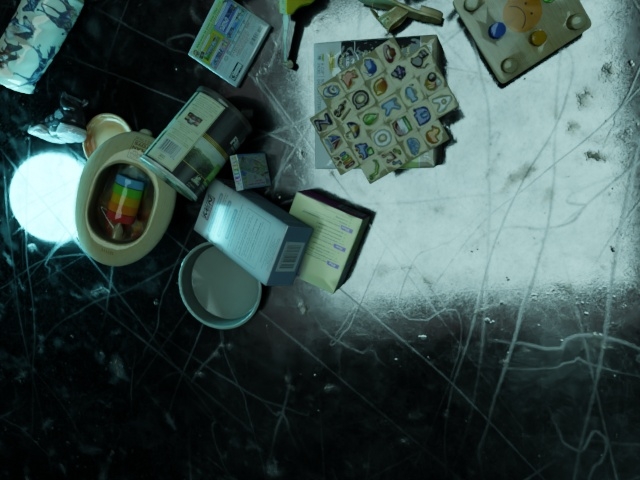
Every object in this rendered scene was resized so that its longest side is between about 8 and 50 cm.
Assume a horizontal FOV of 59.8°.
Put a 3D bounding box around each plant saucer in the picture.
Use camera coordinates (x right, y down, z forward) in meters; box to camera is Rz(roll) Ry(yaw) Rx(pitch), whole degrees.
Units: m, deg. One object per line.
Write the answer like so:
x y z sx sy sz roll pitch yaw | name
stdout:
-0.701 -0.324 1.861 0.200 0.037 0.199 3 100 15 | plant saucer

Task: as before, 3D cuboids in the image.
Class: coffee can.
-0.362 -0.281 1.630 0.202 0.201 0.275 36 81 8 | coffee can

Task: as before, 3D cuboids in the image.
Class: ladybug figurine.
-0.610 -0.139 1.779 0.305 0.162 0.449 23 100 -7 | ladybug figurine

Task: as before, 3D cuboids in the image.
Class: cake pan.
-0.320 0.142 1.814 0.293 0.054 0.293 3 99 16 | cake pan

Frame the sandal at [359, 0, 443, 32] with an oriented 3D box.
0.208 -0.607 1.523 0.240 0.088 0.079 15 97 8 | sandal

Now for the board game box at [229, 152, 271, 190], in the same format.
-0.208 -0.208 1.672 0.026 0.154 0.103 -8 96 28 | board game box

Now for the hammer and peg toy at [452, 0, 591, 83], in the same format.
0.470 -0.613 1.398 0.266 0.127 0.361 -33 100 19 | hammer and peg toy

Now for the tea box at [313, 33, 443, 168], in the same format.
0.163 -0.360 1.506 0.324 0.220 0.328 3 100 17 | tea box

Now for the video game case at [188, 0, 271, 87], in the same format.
-0.279 -0.611 1.700 0.193 0.023 0.212 36 107 8 | video game case

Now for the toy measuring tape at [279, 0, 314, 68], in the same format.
-0.056 -0.668 1.596 0.122 0.121 0.329 8 117 15 | toy measuring tape

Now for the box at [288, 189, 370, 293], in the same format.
0.000 0.000 1.665 0.214 0.117 0.242 23 103 12 | box

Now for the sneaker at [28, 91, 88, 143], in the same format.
-0.870 -0.413 1.871 0.269 0.101 0.153 6 81 31 | sneaker

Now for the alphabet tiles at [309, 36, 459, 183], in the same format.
0.154 -0.321 1.394 0.343 0.011 0.285 -29 90 19 | alphabet tiles

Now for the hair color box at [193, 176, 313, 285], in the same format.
-0.207 -0.033 1.643 0.375 0.114 0.185 32 108 37 | hair color box

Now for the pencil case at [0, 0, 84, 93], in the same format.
-0.942 -0.673 1.811 0.184 0.160 0.410 40 107 -2 | pencil case
